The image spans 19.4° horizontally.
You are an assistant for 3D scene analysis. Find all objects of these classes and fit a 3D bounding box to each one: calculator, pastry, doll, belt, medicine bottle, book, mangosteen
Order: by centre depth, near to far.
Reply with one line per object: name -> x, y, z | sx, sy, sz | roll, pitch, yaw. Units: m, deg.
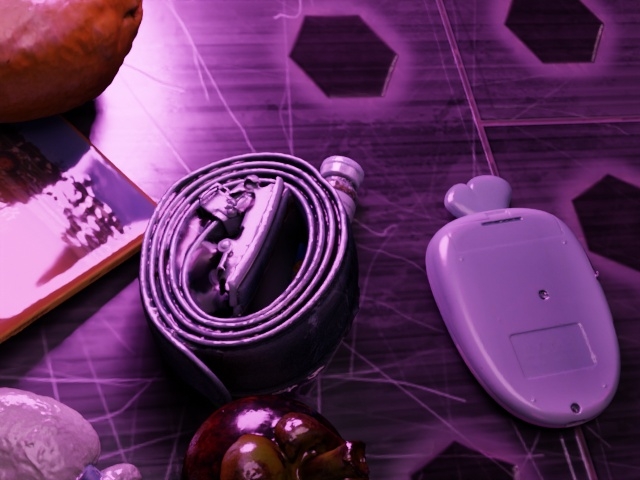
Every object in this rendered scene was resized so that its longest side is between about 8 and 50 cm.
mangosteen -> -0.044, 0.212, 1.674 | 0.172, 0.184, 0.172 | -1, 69, 2
doll -> -0.264, 0.187, 1.679 | 0.214, 0.071, 0.103 | 24, 52, -4
book -> -0.353, -0.018, 1.780 | 0.262, 0.028, 0.374 | 41, 47, 14
belt -> -0.070, 0.036, 1.784 | 0.206, 0.116, 0.267 | -1, 50, 10
pastry -> -0.346, -0.265, 1.874 | 0.356, 0.164, 0.356 | 12, 47, -13
medicine bottle -> 0.000, 0.000, 1.906 | 0.051, 0.051, 0.191 | 21, 53, -5
calculator -> 0.209, 0.057, 1.945 | 0.185, 0.041, 0.299 | -8, 63, -23
